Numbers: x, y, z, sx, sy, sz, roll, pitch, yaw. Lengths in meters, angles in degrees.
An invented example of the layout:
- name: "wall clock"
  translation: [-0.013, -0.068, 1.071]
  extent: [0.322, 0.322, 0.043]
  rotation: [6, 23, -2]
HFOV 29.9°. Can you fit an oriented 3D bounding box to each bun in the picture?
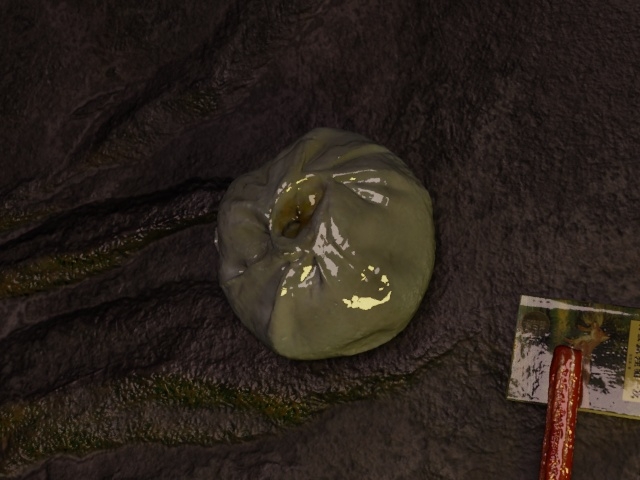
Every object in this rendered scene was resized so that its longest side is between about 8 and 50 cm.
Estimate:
- name: "bun"
  translation: [0.005, 0.003, 1.744]
  extent: [0.354, 0.194, 0.354]
  rotation: [-5, 69, 13]

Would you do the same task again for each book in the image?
- name: "book"
  translation: [0.385, 0.165, 1.691]
  extent: [0.228, 0.024, 0.160]
  rotation: [7, 71, 16]

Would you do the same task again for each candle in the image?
- name: "candle"
  translation: [0.322, 0.306, 1.627]
  extent: [0.051, 0.048, 0.329]
  rotation: [11, 80, -11]
